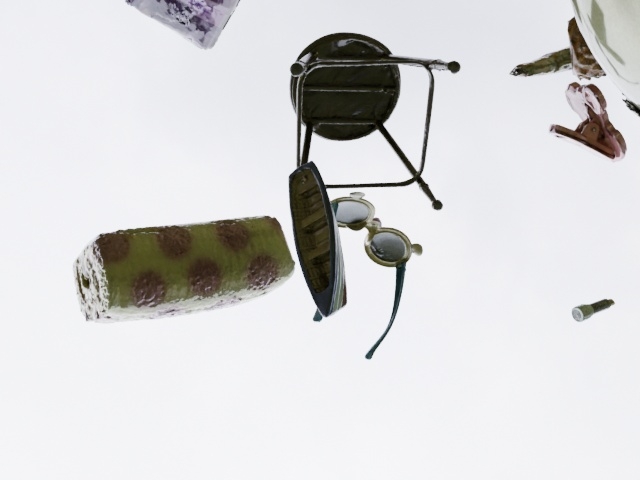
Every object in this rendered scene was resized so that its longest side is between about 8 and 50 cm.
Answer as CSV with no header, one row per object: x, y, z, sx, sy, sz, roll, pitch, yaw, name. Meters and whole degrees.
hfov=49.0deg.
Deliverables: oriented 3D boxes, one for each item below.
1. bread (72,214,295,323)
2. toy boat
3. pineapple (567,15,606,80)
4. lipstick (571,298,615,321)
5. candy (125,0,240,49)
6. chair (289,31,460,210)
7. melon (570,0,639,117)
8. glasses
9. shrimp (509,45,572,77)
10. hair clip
-0.230,0.052,1.204,0.338,0.187,0.155,-9,-102,-32,bread
0.000,0.000,0.978,0.046,0.080,0.229,12,-122,-46,toy boat
0.537,-0.323,1.102,0.119,0.277,0.130,-2,-97,-71,pineapple
0.608,0.148,1.548,0.116,0.037,0.037,-15,-108,-24,lipstick
-0.055,-0.263,0.495,0.088,0.312,0.061,27,-126,-17,candy
0.091,-0.318,1.725,0.365,0.362,0.410,-2,-149,-6,chair
0.306,-0.174,0.436,0.330,0.268,0.268,30,-126,-25,melon
0.049,0.057,1.100,0.190,0.088,0.220,40,-118,-32,glasses
0.489,-0.353,1.292,0.185,0.287,0.068,-27,-74,-75,shrimp
0.480,-0.205,1.220,0.138,0.123,0.102,25,-80,-2,hair clip
